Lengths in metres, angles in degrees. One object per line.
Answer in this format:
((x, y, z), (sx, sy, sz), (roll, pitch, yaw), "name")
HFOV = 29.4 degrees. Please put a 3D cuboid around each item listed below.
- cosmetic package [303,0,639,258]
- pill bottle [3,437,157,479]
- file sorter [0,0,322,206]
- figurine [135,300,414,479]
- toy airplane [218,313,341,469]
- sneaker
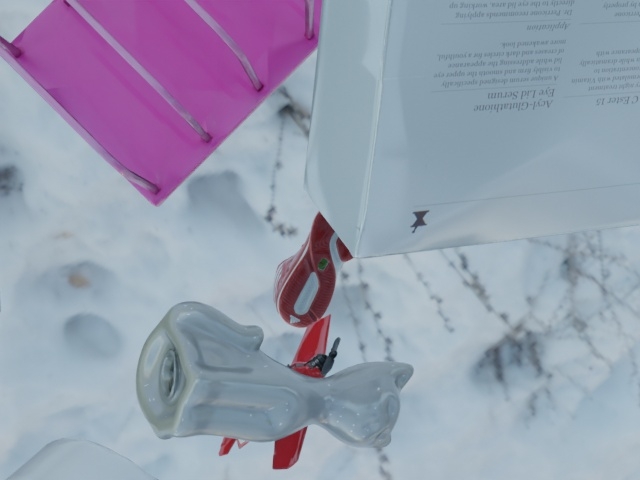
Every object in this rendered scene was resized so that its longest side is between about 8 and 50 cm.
((0.190, -0.149, 0.689), (0.377, 0.097, 0.284), (-6, 121, -21), "cosmetic package")
((-0.152, 0.198, 0.430), (0.272, 0.152, 0.152), (-44, 142, -37), "pill bottle")
((-0.122, -0.207, 1.048), (0.290, 0.202, 0.182), (-45, 178, -1), "file sorter")
((-0.043, 0.162, 0.867), (0.210, 0.092, 0.214), (14, 105, -33), "figurine")
((-0.033, 0.119, 0.935), (0.028, 0.151, 0.151), (33, 107, -17), "toy airplane")
((0.000, 0.000, 1.559), (0.087, 0.128, 0.221), (37, 86, -18), "sneaker")
